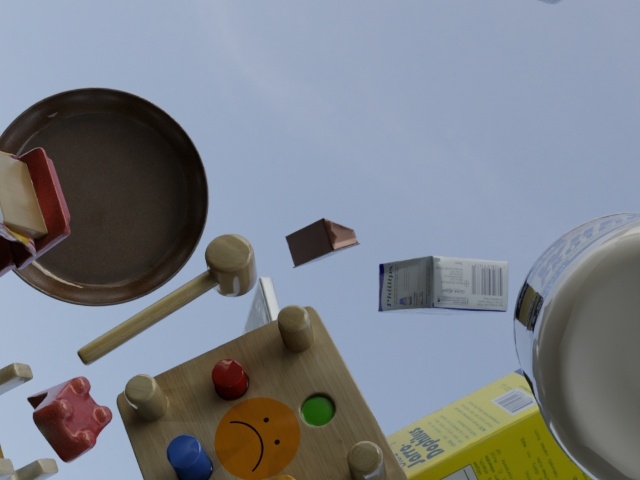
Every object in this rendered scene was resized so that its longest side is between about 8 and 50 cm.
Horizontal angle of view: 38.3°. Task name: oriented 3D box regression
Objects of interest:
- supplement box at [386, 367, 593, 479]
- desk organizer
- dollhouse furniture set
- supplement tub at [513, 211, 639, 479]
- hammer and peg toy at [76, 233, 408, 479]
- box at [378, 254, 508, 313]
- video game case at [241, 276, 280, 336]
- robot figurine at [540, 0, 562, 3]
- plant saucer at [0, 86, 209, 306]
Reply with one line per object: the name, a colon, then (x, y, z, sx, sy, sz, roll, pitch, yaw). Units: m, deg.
supplement box: (0.204, 0.349, 1.274, 0.194, 0.357, 0.195, 66, -7, -6)
desk organizer: (0.000, 0.000, 1.338, 0.130, 0.047, 0.050, -24, -97, 60)
dollhouse furniture set: (-0.327, 0.071, 0.850, 0.152, 0.201, 0.374, -29, -112, 16)
supplement tub: (0.292, 0.088, 0.825, 0.228, 0.316, 0.228, 0, -88, 8)
hammer and peg toy: (-0.097, 0.185, 1.033, 0.361, 0.266, 0.127, 59, -11, 33)
box: (0.165, 0.064, 1.260, 0.137, 0.126, 0.072, -12, -105, 62)
video game case: (-0.076, 0.175, 1.248, 0.190, 0.022, 0.173, -108, -151, -45)
robot figurine: (0.220, -0.411, 1.102, 0.354, 0.300, 0.199, 20, -55, 5)
plant saucer: (-0.317, -0.061, 1.317, 0.050, 0.311, 0.310, 164, -82, -76)
